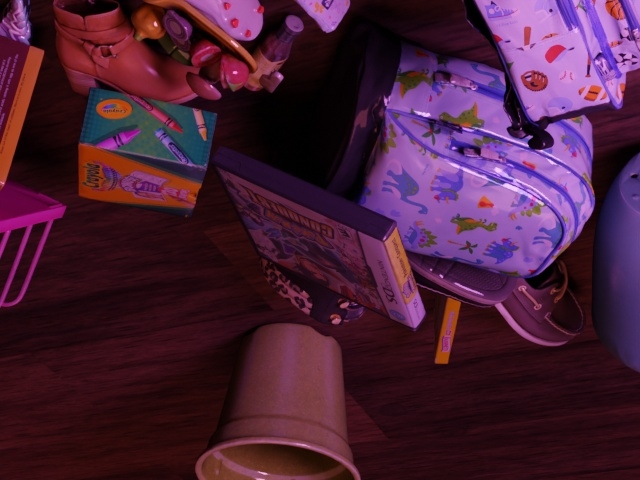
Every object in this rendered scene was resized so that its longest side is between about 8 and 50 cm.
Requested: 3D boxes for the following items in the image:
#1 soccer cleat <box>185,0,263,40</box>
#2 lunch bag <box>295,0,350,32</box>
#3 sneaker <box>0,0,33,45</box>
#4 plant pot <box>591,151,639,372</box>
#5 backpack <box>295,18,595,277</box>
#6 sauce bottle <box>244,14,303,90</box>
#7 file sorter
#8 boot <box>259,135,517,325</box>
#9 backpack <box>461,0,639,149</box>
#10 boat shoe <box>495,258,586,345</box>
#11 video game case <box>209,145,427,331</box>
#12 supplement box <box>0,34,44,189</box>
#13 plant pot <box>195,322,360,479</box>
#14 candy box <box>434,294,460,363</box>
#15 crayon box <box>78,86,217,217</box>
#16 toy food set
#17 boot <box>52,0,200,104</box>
[{"bbox_3d":[-0.142,-0.307,1.678,0.076,0.068,0.196,16,166,42],"label":"soccer cleat"},{"bbox_3d":[-0.001,-0.295,1.646,0.053,0.083,0.071,-18,139,31],"label":"lunch bag"},{"bbox_3d":[-0.403,-0.283,1.765,0.069,0.038,0.098,7,146,-3],"label":"sneaker"},{"bbox_3d":[0.497,0.006,1.855,0.293,0.293,0.235,-4,131,15],"label":"plant pot"},{"bbox_3d":[0.178,-0.100,1.793,0.355,0.273,0.290,6,143,-19],"label":"backpack"},{"bbox_3d":[-0.061,-0.239,1.775,0.042,0.042,0.128,20,146,-20],"label":"sauce bottle"},{"bbox_3d":[-0.524,0.007,1.907,0.202,0.291,0.182,25,103,10],"label":"file sorter"},{"bbox_3d":[0.080,0.027,2.016,0.377,0.138,0.284,25,147,3],"label":"boot"},{"bbox_3d":[0.249,-0.285,1.484,0.213,0.276,0.263,-22,131,27],"label":"backpack"},{"bbox_3d":[0.310,0.055,2.094,0.097,0.116,0.324,-21,132,38],"label":"boat shoe"},{"bbox_3d":[0.000,0.000,1.843,0.275,0.035,0.248,24,158,26],"label":"video game case"},{"bbox_3d":[-0.482,-0.173,1.780,0.194,0.191,0.129,18,163,-18],"label":"supplement box"},{"bbox_3d":[-0.062,0.290,2.369,0.276,0.254,0.276,3,146,2],"label":"plant pot"},{"bbox_3d":[0.198,0.098,2.180,0.027,0.105,0.206,1,147,-2],"label":"candy box"},{"bbox_3d":[-0.238,-0.113,1.876,0.165,0.081,0.278,11,166,-7],"label":"crayon box"},{"bbox_3d":[-0.151,-0.226,1.706,0.218,0.071,0.128,36,173,-13],"label":"toy food set"},{"bbox_3d":[-0.242,-0.245,1.771,0.197,0.073,0.152,1,142,3],"label":"boot"}]
